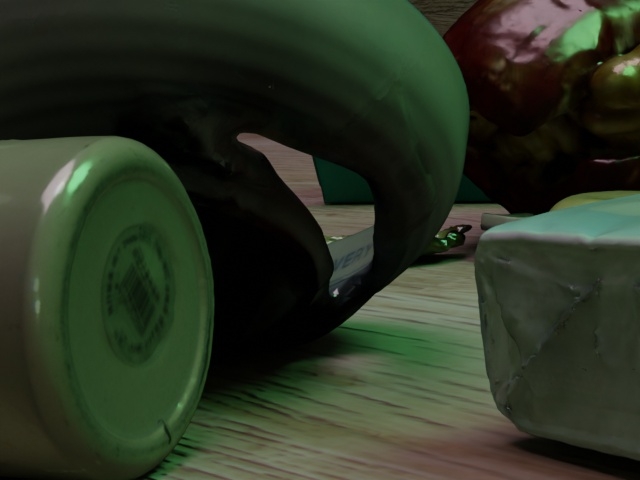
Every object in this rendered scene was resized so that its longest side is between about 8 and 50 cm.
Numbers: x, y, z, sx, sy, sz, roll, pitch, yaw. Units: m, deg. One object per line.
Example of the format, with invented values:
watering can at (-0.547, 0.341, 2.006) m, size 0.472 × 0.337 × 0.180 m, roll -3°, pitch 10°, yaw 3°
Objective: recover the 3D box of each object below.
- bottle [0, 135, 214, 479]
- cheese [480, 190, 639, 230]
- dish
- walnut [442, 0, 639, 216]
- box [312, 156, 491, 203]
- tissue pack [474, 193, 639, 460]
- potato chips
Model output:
bottle at (-0.174, 0.025, 0.494) m, size 0.253 × 0.120 × 0.120 m, roll -2°, pitch 8°, yaw 22°
cheese at (0.164, -0.004, 0.789) m, size 0.127 × 0.054 × 0.251 m, roll -3°, pitch 6°, yaw -22°
dish at (-0.070, -0.002, 0.591) m, size 0.273 × 0.134 × 0.273 m, roll 1°, pitch -30°, yaw 1°
walnut at (0.221, -0.105, 0.948) m, size 0.244 × 0.222 × 0.269 m, roll -14°, pitch 12°, yaw 47°
box at (0.129, -0.105, 1.305) m, size 0.245 × 0.092 × 0.153 m, roll -1°, pitch 24°, yaw 31°
tissue pack at (0.209, 0.018, 0.464) m, size 0.263 × 0.089 × 0.177 m, roll -11°, pitch 9°, yaw -32°
potato chips at (0.000, -0.001, 0.943) m, size 0.207 × 0.028 × 0.092 m, roll 2°, pitch 8°, yaw 30°
